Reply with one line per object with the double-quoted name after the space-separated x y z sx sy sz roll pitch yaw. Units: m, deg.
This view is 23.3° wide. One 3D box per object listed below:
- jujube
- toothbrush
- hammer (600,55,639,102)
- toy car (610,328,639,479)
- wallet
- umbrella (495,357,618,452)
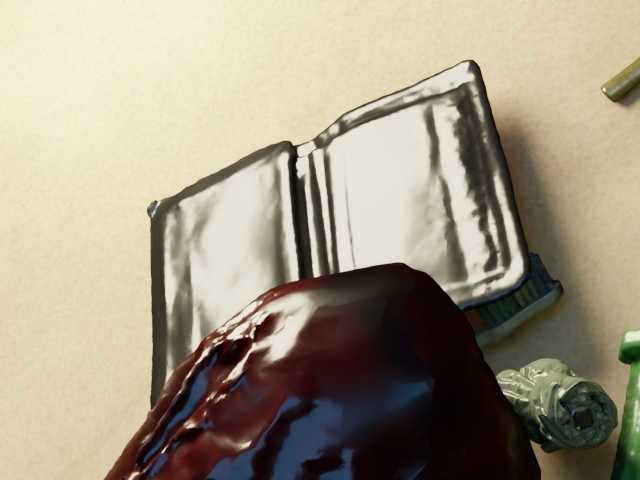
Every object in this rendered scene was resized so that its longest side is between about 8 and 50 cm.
-0.019 0.192 1.003 0.376 0.258 0.258 -51 52 -1 "jujube"
-0.004 0.138 1.149 0.418 0.040 0.042 -34 12 9 "toothbrush"
0.295 -0.175 1.190 0.199 0.013 0.062 -38 51 2 "hammer"
0.280 0.085 0.888 0.176 0.358 0.213 15 69 4 "toy car"
0.000 0.000 1.209 0.323 0.041 0.247 -23 45 18 "wallet"
0.155 0.111 1.034 0.067 0.143 0.062 16 89 -11 "umbrella"
